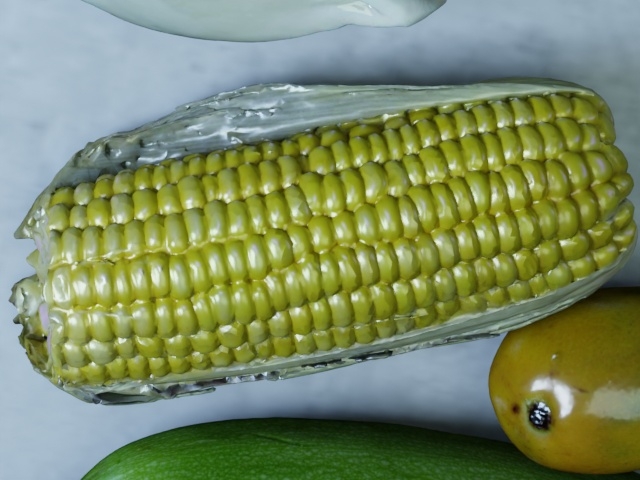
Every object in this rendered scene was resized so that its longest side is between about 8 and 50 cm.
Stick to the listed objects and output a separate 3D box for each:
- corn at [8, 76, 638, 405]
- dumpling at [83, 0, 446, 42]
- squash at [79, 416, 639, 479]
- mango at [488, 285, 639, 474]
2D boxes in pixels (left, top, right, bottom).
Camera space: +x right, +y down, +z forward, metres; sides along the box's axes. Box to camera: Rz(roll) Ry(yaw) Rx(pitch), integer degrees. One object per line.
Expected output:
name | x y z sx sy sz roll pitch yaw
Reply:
corn | 0.000 0.000 0.948 0.305 0.122 0.123 -10 139 -6
dumpling | -0.048 -0.167 0.876 0.229 0.124 0.151 10 69 -7
squash | 0.064 0.152 1.015 0.395 0.107 0.107 10 107 -14
mango | 0.165 0.065 1.000 0.163 0.111 0.089 -10 110 -6
